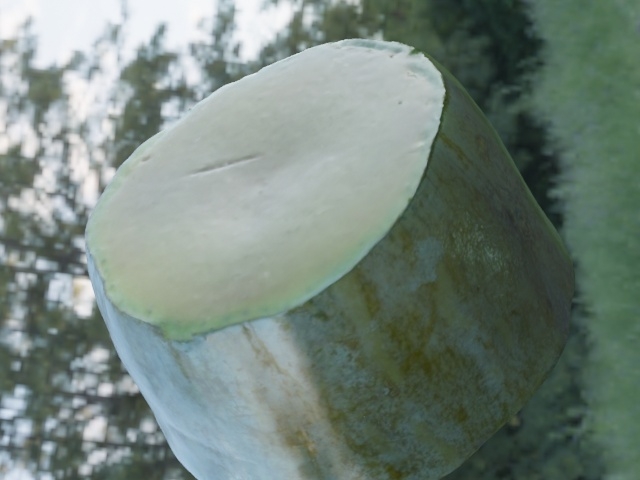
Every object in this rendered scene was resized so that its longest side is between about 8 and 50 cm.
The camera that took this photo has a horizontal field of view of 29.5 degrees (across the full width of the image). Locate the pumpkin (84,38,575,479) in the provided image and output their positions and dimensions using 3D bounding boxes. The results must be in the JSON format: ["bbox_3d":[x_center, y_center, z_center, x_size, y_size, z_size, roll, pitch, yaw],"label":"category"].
[{"bbox_3d":[0.000,0.000,0.854,0.332,0.332,0.199,-80,-24,-45],"label":"pumpkin"}]
